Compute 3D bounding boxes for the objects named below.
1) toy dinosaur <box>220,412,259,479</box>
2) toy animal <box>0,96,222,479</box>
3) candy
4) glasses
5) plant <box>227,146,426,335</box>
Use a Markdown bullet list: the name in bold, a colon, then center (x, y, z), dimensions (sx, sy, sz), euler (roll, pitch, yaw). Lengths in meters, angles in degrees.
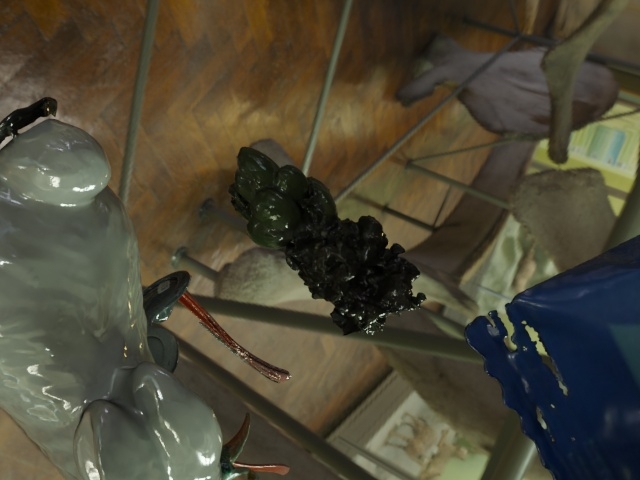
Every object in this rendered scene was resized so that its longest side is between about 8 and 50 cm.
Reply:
- **toy dinosaur**: center (-0.118, 0.242, 0.718), dimensions (0.106, 0.044, 0.187), euler (38, 35, -29)
- **toy animal**: center (-0.193, 0.096, 0.553), dimensions (0.258, 0.357, 0.194), euler (-26, -168, 46)
- **candy**: center (0.256, 0.046, 0.383), dimensions (0.331, 0.187, 0.077), euler (-30, -175, -15)
- **glasses**: center (-0.154, 0.189, 0.879), dimensions (0.268, 0.118, 0.234), euler (53, 16, -30)
- **plant**: center (0.000, 0.000, 0.497), dimensions (0.085, 0.174, 0.087), euler (-48, 180, 27)
